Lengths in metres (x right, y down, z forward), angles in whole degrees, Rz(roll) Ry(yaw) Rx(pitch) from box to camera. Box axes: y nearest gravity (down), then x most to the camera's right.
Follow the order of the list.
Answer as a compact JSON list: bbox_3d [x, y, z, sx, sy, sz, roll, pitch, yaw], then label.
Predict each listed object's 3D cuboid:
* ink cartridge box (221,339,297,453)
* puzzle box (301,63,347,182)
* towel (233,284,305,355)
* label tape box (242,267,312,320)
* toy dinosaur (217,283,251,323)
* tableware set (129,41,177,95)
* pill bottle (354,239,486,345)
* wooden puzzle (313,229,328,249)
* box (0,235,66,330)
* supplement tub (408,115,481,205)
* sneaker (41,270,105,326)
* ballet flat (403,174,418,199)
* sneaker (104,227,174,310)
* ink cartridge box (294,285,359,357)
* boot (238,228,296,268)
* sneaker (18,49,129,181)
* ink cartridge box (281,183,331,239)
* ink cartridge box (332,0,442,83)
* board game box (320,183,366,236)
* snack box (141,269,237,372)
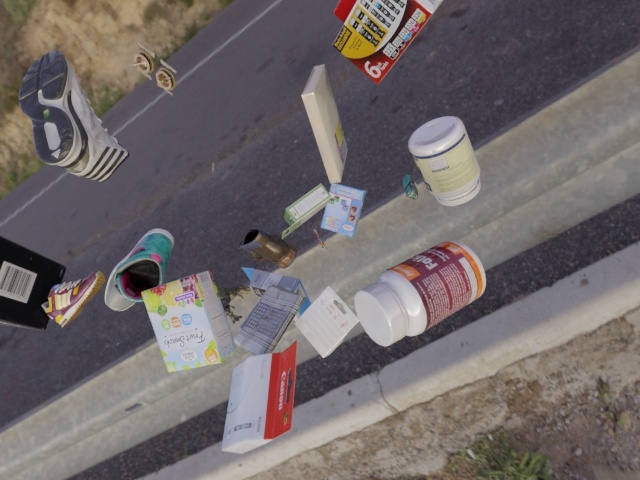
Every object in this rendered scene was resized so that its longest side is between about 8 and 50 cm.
[{"bbox_3d":[-0.216,0.546,1.508,0.385,0.091,0.308,-45,32,42],"label":"ink cartridge box"},{"bbox_3d":[0.029,-0.477,1.780,0.052,0.409,0.272,-6,41,17],"label":"puzzle box"},{"bbox_3d":[-0.230,0.333,1.831,0.324,0.056,0.312,6,59,58],"label":"towel"},{"bbox_3d":[-0.235,0.272,2.152,0.347,0.249,0.115,8,52,28],"label":"label tape box"},{"bbox_3d":[-0.282,0.180,1.260,0.064,0.268,0.118,-38,71,14],"label":"toy dinosaur"},{"bbox_3d":[-0.648,-0.654,1.662,0.039,0.194,0.128,-52,0,-40],"label":"tableware set"},{"bbox_3d":[0.318,0.167,1.386,0.392,0.224,0.224,-24,29,-25],"label":"pill bottle"},{"bbox_3d":[0.000,0.000,1.492,0.014,0.116,0.078,-31,67,2],"label":"wooden puzzle"},{"bbox_3d":[-0.830,0.082,0.981,0.294,0.296,0.183,3,69,8],"label":"box"},{"bbox_3d":[0.535,-0.331,1.823,0.235,0.325,0.235,-24,34,17],"label":"supplement tub"},{"bbox_3d":[-0.589,0.124,1.012,0.185,0.084,0.069,-45,9,16],"label":"sneaker"},{"bbox_3d":[0.441,-0.255,2.084,0.070,0.070,0.188,-26,31,24],"label":"ballet flat"},{"bbox_3d":[-0.505,0.119,1.161,0.295,0.124,0.178,-50,23,17],"label":"sneaker"},{"bbox_3d":[0.031,0.324,1.718,0.189,0.066,0.232,47,106,18],"label":"ink cartridge box"},{"bbox_3d":[-0.151,-0.001,1.031,0.219,0.106,0.082,12,68,54],"label":"boot"},{"bbox_3d":[-0.755,-0.362,1.340,0.169,0.257,0.447,-26,66,8],"label":"sneaker"},{"bbox_3d":[-0.067,-0.098,1.461,0.209,0.062,0.109,-38,-4,-14],"label":"ink cartridge box"},{"bbox_3d":[0.175,-0.696,1.321,0.130,0.272,0.309,-55,7,-29],"label":"ink cartridge box"},{"bbox_3d":[0.101,-0.138,1.921,0.160,0.039,0.211,18,101,19],"label":"board game box"},{"bbox_3d":[-0.307,0.191,1.006,0.174,0.207,0.070,-18,2,27],"label":"snack box"}]
